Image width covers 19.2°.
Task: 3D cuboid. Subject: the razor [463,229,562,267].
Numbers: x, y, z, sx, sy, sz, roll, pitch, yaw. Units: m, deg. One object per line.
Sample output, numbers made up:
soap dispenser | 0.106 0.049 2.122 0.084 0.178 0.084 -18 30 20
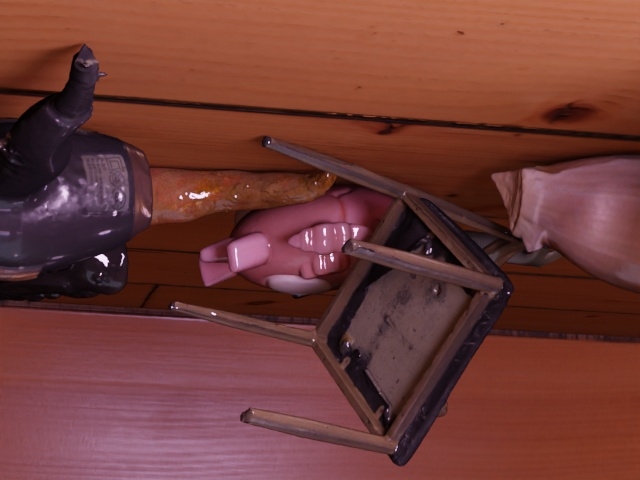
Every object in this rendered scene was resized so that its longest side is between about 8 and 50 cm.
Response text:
razor | 0.141 -0.001 1.756 0.278 0.056 0.111 -4 172 44

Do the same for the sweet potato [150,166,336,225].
sweet potato | -0.086 -0.040 1.573 0.214 0.050 0.050 -3 173 13

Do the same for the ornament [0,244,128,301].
ornament | -0.326 -0.021 1.671 0.260 0.106 0.251 15 165 -39

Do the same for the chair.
chair | 0.059 0.056 1.445 0.272 0.188 0.166 15 -156 -36

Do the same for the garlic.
garlic | 0.284 -0.014 1.450 0.266 0.148 0.128 12 134 -28

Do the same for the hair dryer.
hair dryer | -0.228 -0.061 1.244 0.304 0.120 0.359 -1 164 -22

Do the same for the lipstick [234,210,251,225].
lipstick | -0.024 -0.012 1.807 0.040 0.040 0.141 -2 171 39

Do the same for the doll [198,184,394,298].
doll | 0.000 0.000 1.626 0.211 0.093 0.262 -8 180 -8
